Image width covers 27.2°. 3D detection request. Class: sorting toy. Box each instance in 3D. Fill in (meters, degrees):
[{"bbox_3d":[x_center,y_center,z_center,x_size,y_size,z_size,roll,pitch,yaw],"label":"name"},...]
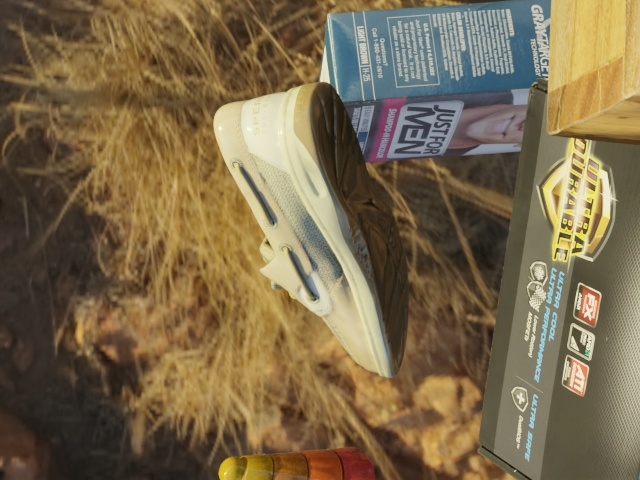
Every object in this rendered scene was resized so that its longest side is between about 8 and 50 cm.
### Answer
[{"bbox_3d":[-0.033,0.308,1.080,0.126,0.365,0.127,27,129,-25],"label":"sorting toy"}]

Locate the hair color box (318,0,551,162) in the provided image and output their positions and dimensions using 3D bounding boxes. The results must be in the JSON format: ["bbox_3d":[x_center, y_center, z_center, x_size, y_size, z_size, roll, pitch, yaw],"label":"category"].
[{"bbox_3d":[0.178,-0.166,1.384,0.347,0.174,0.105,-5,73,-5],"label":"hair color box"}]

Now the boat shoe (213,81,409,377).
[{"bbox_3d":[0.000,0.000,1.097,0.098,0.109,0.302,-6,134,20],"label":"boat shoe"}]

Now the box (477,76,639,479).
[{"bbox_3d":[0.238,0.068,0.859,0.073,0.293,0.295,-8,115,-33],"label":"box"}]

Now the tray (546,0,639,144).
[{"bbox_3d":[0.278,-0.117,0.387,0.411,0.076,0.202,4,85,-10],"label":"tray"}]
